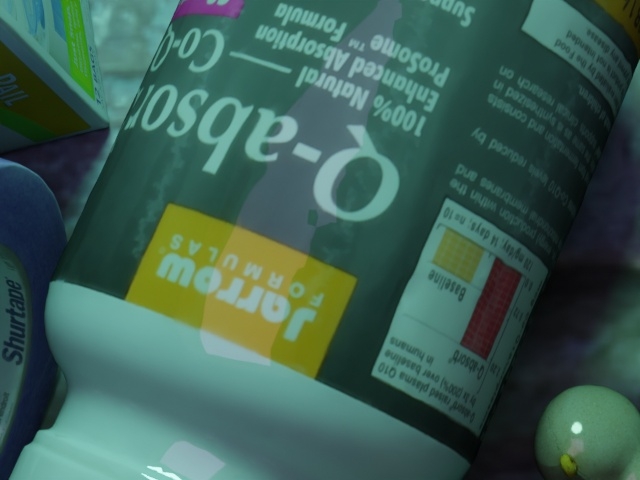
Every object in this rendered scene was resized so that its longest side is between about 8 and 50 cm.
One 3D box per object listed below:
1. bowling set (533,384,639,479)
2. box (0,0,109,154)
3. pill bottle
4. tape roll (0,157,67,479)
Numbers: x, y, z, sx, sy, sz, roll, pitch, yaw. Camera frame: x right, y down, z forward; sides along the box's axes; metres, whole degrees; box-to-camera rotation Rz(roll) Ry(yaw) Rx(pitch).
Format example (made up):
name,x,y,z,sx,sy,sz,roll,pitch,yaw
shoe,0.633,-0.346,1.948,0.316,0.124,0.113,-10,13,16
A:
name,x,y,z,sx,sy,sz,roll,pitch,yaw
bowling set,0.041,0.184,0.636,0.154,0.287,0.200,47,117,10
box,-0.165,-0.109,0.743,0.103,0.203,0.114,-14,73,8
pill bottle,0.000,0.000,0.703,0.162,0.162,0.278,21,80,16
tape roll,-0.169,0.051,0.710,0.080,0.189,0.189,17,80,15
